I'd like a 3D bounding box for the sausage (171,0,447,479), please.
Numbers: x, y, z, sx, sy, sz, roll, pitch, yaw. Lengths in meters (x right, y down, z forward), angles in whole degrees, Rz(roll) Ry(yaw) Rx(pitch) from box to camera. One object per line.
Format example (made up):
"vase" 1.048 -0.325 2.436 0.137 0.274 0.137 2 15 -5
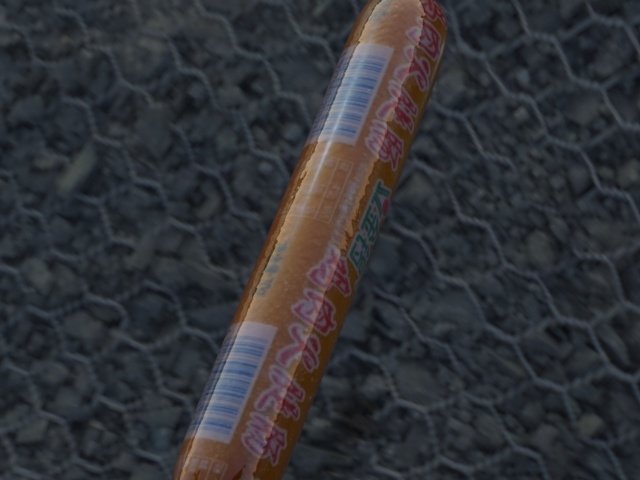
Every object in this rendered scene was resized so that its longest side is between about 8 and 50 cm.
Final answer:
"sausage" 0.000 0.000 0.925 0.053 0.053 0.348 8 60 24
